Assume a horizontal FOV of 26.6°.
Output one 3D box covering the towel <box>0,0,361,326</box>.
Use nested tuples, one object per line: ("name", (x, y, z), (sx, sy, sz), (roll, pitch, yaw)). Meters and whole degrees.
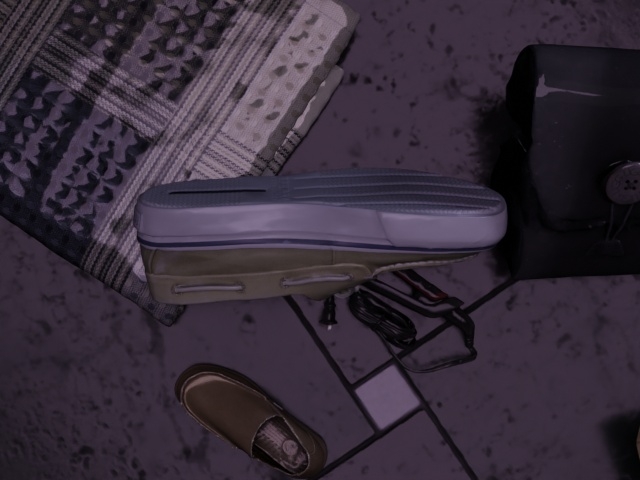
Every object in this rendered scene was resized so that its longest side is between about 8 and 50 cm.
("towel", (-0.166, -0.142, 1.174), (0.312, 0.056, 0.324), (33, 91, 3))

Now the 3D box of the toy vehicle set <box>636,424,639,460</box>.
("toy vehicle set", (0.405, 0.217, 1.096), (0.266, 0.035, 0.166), (-9, 107, 23))

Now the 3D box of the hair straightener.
("hair straightener", (0.036, 0.044, 1.172), (0.230, 0.047, 0.089), (35, 89, -4))

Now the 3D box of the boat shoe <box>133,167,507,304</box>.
("boat shoe", (0.000, 0.000, 1.109), (0.302, 0.109, 0.094), (0, 113, 4))

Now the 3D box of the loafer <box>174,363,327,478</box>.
("loafer", (-0.058, 0.154, 1.159), (0.148, 0.050, 0.056), (29, 88, 0))

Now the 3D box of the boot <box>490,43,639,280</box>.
("boot", (0.371, -0.130, 1.061), (0.445, 0.146, 0.367), (3, 122, 1))
